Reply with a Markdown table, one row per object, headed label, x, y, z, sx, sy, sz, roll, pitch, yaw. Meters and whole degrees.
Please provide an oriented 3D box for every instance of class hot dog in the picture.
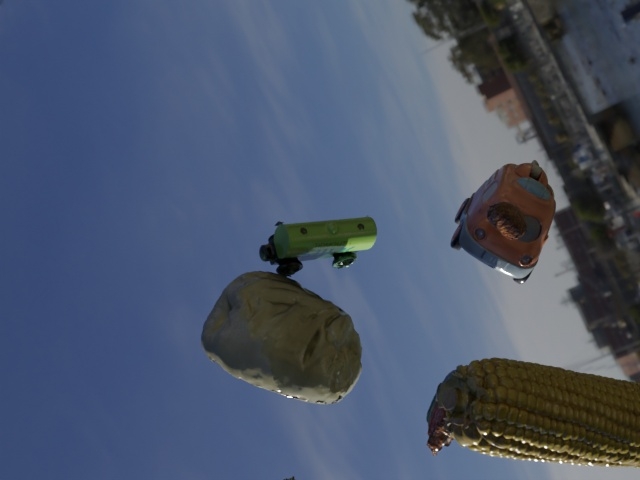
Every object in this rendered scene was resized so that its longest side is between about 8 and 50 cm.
| label | x | y | z | sx | sy | sz | roll | pitch | yaw |
| --- | --- | --- | --- | --- | --- | --- | --- | --- | --- |
| hot dog | 0.355 | -0.039 | 1.828 | 0.083 | 0.058 | 0.035 | 43 | -150 | -12 |

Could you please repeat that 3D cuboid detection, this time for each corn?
| label | x | y | z | sx | sy | sz | roll | pitch | yaw |
| --- | --- | --- | --- | --- | --- | --- | --- | --- | --- |
| corn | 0.353 | 0.251 | 1.351 | 0.387 | 0.144 | 0.144 | 12 | -142 | -14 |

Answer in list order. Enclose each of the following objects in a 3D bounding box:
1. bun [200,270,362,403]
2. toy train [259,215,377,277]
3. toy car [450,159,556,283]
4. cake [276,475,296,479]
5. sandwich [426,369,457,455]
| label | x | y | z | sx | sy | sz | roll | pitch | yaw |
| --- | --- | --- | --- | --- | --- | --- | --- | --- | --- |
| bun | -0.065 | 0.189 | 1.976 | 0.360 | 0.211 | 0.360 | 23 | -176 | -1 |
| toy train | 0.000 | 0.000 | 2.041 | 0.157 | 0.253 | 0.105 | -48 | 53 | 57 |
| toy car | 0.407 | -0.057 | 2.035 | 0.180 | 0.212 | 0.270 | 28 | -152 | -1 |
| cake | -0.091 | 0.536 | 2.059 | 0.055 | 0.051 | 0.140 | 30 | -174 | 8 |
| sandwich | 0.291 | 0.365 | 2.060 | 0.159 | 0.079 | 0.235 | -69 | -1 | -51 |
